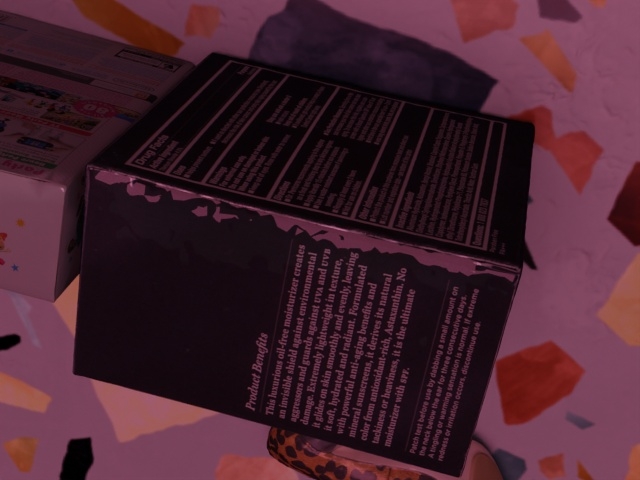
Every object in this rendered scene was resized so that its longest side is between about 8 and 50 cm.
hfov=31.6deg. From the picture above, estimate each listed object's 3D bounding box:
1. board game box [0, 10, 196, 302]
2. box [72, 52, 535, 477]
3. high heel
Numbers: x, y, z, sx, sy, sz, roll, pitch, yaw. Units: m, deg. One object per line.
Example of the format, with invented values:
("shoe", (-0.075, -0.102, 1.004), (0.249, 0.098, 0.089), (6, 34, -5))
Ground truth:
("board game box", (-0.250, -0.085, 0.896), (0.224, 0.303, 0.097), (15, 116, 5))
("box", (0.000, 0.000, 0.888), (0.294, 0.296, 0.182), (15, 116, 6))
("high heel", (0.074, 0.245, 1.113), (0.186, 0.093, 0.261), (-21, 117, 38))
